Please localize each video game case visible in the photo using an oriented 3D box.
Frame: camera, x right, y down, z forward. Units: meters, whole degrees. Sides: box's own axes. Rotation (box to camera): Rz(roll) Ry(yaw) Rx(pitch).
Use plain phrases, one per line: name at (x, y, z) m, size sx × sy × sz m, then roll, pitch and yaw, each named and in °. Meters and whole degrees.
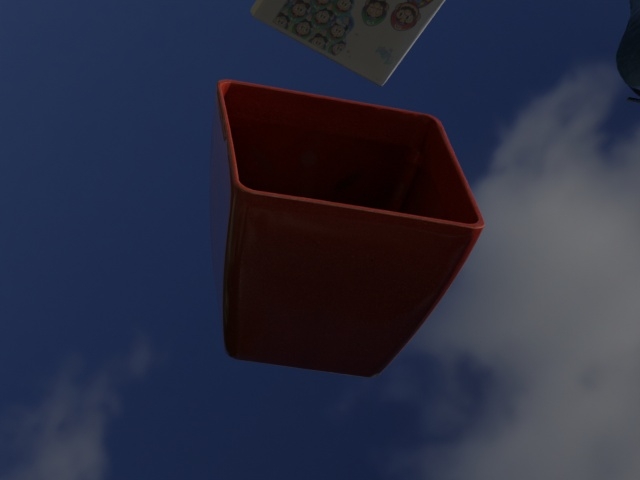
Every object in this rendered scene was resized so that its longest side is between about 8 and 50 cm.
video game case at (0.036, -0.238, 1.556) m, size 0.143 × 0.157 × 0.019 m, roll -53°, pitch -152°, yaw 21°

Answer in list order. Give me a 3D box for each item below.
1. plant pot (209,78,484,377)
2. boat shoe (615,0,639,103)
plant pot at (0.000, 0.000, 1.811) m, size 0.267 × 0.267 × 0.235 m, roll -104°, pitch -154°, yaw -58°
boat shoe at (0.293, -0.159, 1.245) m, size 0.109 × 0.089 × 0.258 m, roll -39°, pitch -169°, yaw 31°
